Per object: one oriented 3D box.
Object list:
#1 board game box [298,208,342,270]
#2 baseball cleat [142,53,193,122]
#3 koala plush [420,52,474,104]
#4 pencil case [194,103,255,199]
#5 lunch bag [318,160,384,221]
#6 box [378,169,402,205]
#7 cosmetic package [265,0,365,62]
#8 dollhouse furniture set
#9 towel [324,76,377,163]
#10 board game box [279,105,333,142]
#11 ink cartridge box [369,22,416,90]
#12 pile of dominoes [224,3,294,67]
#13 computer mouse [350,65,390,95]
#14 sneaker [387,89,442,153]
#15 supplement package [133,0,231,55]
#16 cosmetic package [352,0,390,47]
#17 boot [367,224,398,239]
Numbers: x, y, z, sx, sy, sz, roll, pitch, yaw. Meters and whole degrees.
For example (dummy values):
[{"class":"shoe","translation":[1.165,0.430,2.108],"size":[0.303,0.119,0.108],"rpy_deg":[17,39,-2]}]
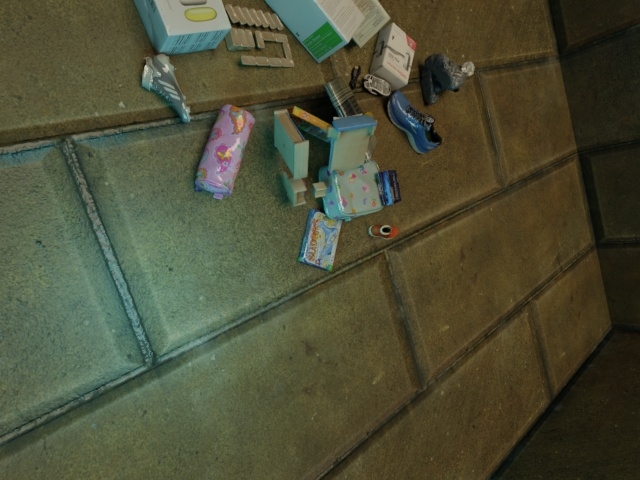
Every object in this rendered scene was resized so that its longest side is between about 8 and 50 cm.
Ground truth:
[{"class":"board game box","translation":[0.000,0.000,1.528],"size":[0.136,0.035,0.202],"rpy_deg":[20,76,-33]},{"class":"baseball cleat","translation":[-0.462,-0.441,1.216],"size":[0.109,0.072,0.206],"rpy_deg":[-23,96,-20]},{"class":"koala plush","translation":[0.600,-0.768,1.911],"size":[0.221,0.196,0.204],"rpy_deg":[-15,86,-31]},{"class":"pencil case","translation":[-0.299,-0.278,1.286],"size":[0.124,0.124,0.285],"rpy_deg":[22,76,-33]},{"class":"lunch bag","translation":[0.118,-0.190,1.568],"size":[0.279,0.107,0.224],"rpy_deg":[-12,94,-41]},{"class":"box","translation":[0.288,-0.218,1.678],"size":[0.225,0.036,0.137],"rpy_deg":[-24,104,-65]},{"class":"cosmetic package","translation":[-0.043,-0.851,1.449],"size":[0.365,0.196,0.155],"rpy_deg":[40,67,-25]},{"class":"dollhouse furniture set","translation":[0.016,-0.313,1.402],"size":[0.303,0.287,0.198],"rpy_deg":[-15,51,-18]},{"class":"towel","translation":[0.118,-0.458,1.540],"size":[0.312,0.056,0.324],"rpy_deg":[59,23,-15]},{"class":"board game box","translation":[-0.018,-0.411,1.483],"size":[0.259,0.124,0.039],"rpy_deg":[15,91,-33]},{"class":"ink cartridge box","translation":[0.312,-0.785,1.761],"size":[0.158,0.092,0.218],"rpy_deg":[23,76,-32]},{"class":"pile of dominoes","translation":[-0.217,-0.701,1.428],"size":[0.251,0.040,0.196],"rpy_deg":[-19,98,-43]},{"class":"computer mouse","translation":[0.208,-0.650,1.712],"size":[0.192,0.042,0.106],"rpy_deg":[14,75,-28]},{"class":"sneaker","translation":[0.423,-0.530,1.791],"size":[0.330,0.147,0.130],"rpy_deg":[42,65,-26]},{"class":"supplement package","translation":[-0.409,-0.677,1.206],"size":[0.203,0.149,0.194],"rpy_deg":[-27,103,-32]},{"class":"cosmetic package","translation":[0.106,-0.922,1.567],"size":[0.160,0.113,0.309],"rpy_deg":[-39,119,16]},{"class":"boot","translation":[0.280,-0.037,1.701],"size":[0.157,0.084,0.059],"rpy_deg":[0,85,-37]}]
